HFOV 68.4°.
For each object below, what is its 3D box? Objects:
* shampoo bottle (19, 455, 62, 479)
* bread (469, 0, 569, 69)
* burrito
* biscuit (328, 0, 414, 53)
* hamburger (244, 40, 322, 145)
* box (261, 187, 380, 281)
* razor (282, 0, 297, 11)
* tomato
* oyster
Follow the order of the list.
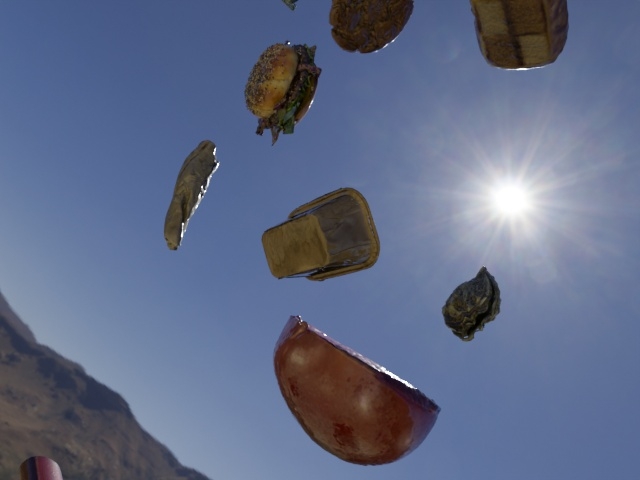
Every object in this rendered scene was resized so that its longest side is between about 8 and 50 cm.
[{"bbox_3d":[-0.560,0.554,0.966,0.260,0.064,0.102,24,-32,52],"label":"shampoo bottle"},{"bbox_3d":[0.401,-0.454,0.959,0.181,0.096,0.222,18,-17,37],"label":"bread"},{"bbox_3d":[-0.244,-0.087,0.887,0.058,0.230,0.063,0,-25,25],"label":"burrito"},{"bbox_3d":[0.122,-0.537,1.096,0.226,0.225,0.042,99,-27,-51],"label":"biscuit"},{"bbox_3d":[-0.073,-0.267,0.828,0.093,0.190,0.164,18,-48,-31],"label":"hamburger"},{"bbox_3d":[0.000,0.000,0.621,0.177,0.111,0.111,-17,-68,52],"label":"box"},{"bbox_3d":[-0.036,-0.732,1.358,0.191,0.037,0.068,-18,-32,38],"label":"razor"},{"bbox_3d":[0.025,0.273,0.839,0.334,0.176,0.290,25,-15,41],"label":"tomato"},{"bbox_3d":[0.547,0.222,1.661,0.112,0.268,0.198,47,-5,-33],"label":"oyster"}]
